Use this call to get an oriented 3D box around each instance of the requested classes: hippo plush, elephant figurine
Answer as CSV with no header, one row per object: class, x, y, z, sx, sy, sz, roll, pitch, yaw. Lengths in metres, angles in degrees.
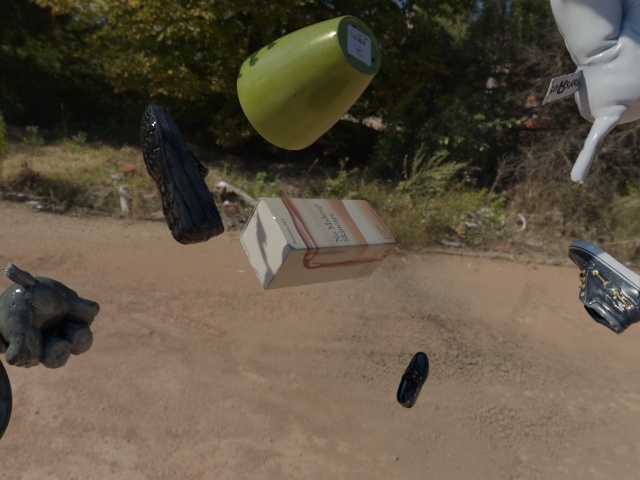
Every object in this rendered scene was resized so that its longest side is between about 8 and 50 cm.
hippo plush,0.416,-0.251,0.469,0.294,0.234,0.237,-39,18,-34
elephant figurine,-0.538,0.149,0.763,0.240,0.185,0.169,-4,-15,34

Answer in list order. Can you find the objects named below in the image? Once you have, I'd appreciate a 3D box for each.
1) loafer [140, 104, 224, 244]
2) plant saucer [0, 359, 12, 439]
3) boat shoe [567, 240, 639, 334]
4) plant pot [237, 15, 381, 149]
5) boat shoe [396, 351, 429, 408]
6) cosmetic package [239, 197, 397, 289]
loafer,-0.211,-0.101,0.640,0.078,0.223,0.076,-15,-10,-42
plant saucer,-0.565,0.203,0.583,0.041,0.277,0.278,-33,25,-1
boat shoe,0.437,0.068,0.672,0.065,0.083,0.183,47,11,-24
plant pot,-0.009,-0.399,1.019,0.275,0.274,0.294,-11,-2,-41
boat shoe,0.213,0.316,0.964,0.049,0.132,0.042,10,-23,40
cosmetic package,0.000,0.000,0.915,0.297,0.129,0.153,-5,51,-40
